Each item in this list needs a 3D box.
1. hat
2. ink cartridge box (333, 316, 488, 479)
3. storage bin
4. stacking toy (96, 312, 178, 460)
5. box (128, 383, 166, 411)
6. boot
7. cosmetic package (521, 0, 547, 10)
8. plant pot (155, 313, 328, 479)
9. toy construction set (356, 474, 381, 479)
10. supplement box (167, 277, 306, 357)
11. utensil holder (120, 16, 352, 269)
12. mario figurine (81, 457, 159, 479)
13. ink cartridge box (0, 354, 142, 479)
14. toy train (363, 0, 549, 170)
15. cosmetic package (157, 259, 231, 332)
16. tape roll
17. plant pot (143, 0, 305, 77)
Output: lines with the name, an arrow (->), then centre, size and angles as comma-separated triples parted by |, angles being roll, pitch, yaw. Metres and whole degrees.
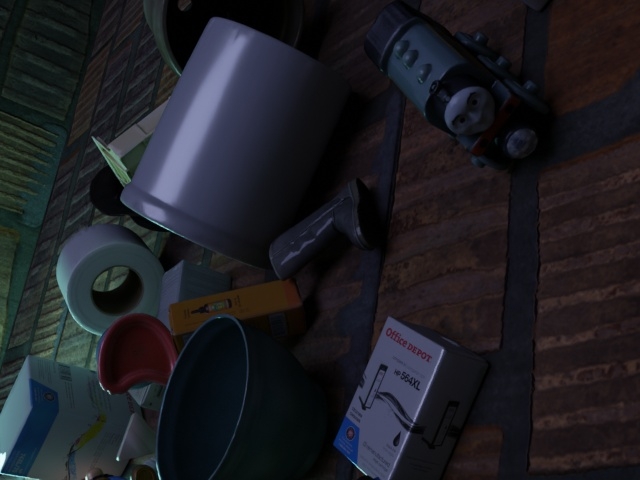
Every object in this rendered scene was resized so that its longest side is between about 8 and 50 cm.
hat -> -0.421, -0.102, 2.200 | 0.331, 0.331, 0.134 | -118, 17, -54
ink cartridge box -> 0.119, 0.223, 1.176 | 0.148, 0.086, 0.203 | 26, 94, 60
storage bin -> -0.349, -0.225, 1.968 | 0.262, 0.260, 0.123 | -41, 68, -12
stacking toy -> -0.264, 0.272, 1.607 | 0.130, 0.308, 0.280 | 146, 124, -63
box -> -0.374, 0.293, 1.922 | 0.275, 0.113, 0.094 | 21, 89, 59
boot -> 0.001, 0.002, 1.484 | 0.208, 0.076, 0.190 | -33, 28, 18
cosmetic package -> 0.219, -0.555, 1.374 | 0.161, 0.230, 0.453 | -55, 33, 21
plant pot -> -0.113, 0.287, 1.406 | 0.293, 0.196, 0.293 | -38, 41, 42
toy construction set -> 0.088, 0.390, 1.016 | 0.327, 0.151, 0.215 | -14, 96, 54
supplement box -> -0.147, 0.138, 1.531 | 0.078, 0.233, 0.080 | -109, 11, -48
utensil holder -> -0.152, -0.183, 1.661 | 0.385, 0.327, 0.327 | -64, 30, 3
mario figurine -> -0.454, 0.518, 1.817 | 0.320, 0.198, 0.170 | -40, 29, 55
ink cartridge box -> -0.578, 0.425, 2.010 | 0.197, 0.270, 0.198 | -60, 30, 17
toy train -> 0.188, -0.228, 1.249 | 0.142, 0.190, 0.334 | -56, 32, 22
cosmetic package -> -0.269, 0.175, 1.811 | 0.107, 0.127, 0.238 | -31, 44, 47
tape roll -> -0.521, 0.096, 2.158 | 0.246, 0.246, 0.169 | -65, 29, 6
plant pot -> -0.239, -0.492, 1.850 | 0.280, 0.323, 0.323 | 35, 102, 51
